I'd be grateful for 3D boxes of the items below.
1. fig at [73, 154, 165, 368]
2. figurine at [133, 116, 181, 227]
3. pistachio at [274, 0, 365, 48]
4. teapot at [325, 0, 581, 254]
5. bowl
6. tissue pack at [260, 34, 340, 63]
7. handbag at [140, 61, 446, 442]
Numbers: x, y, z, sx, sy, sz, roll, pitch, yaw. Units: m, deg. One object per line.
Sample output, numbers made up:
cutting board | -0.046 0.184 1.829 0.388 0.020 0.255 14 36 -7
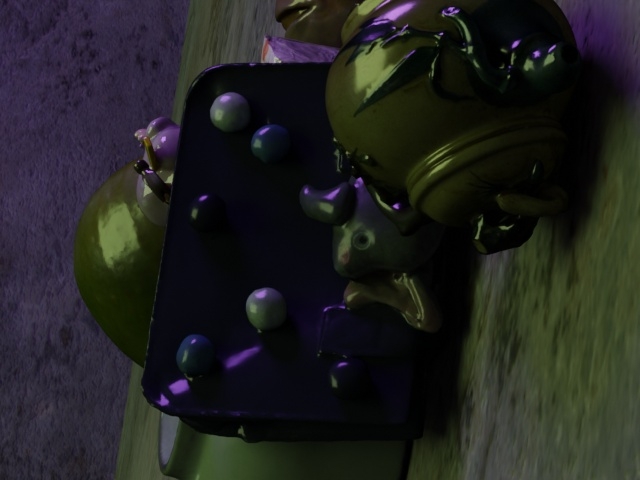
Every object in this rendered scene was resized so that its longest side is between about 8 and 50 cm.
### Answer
fig | -0.141 0.040 1.485 0.316 0.316 0.316 -170 90 -77
figurine | -0.132 -0.062 1.228 0.229 0.112 0.137 -139 31 -74
pistachio | 0.012 -0.258 1.385 0.185 0.124 0.124 171 108 -83
teapot | 0.094 -0.074 0.834 0.182 0.173 0.269 69 152 18
bowl | -0.051 0.151 1.190 0.354 0.185 0.353 -170 90 -77
tissue pack | -0.008 -0.101 1.269 0.092 0.148 0.196 -114 36 -60
handbag | 0.000 0.000 1.023 0.118 0.269 0.325 52 -141 -63
